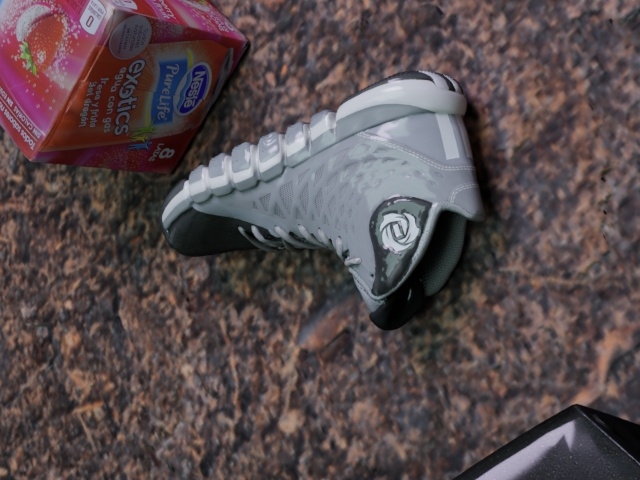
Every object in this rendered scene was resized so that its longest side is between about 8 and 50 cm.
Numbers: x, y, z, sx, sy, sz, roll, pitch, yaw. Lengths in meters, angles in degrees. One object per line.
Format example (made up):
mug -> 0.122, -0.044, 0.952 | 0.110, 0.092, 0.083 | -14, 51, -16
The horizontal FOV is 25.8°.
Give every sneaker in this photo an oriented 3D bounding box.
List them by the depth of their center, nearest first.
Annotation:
sneaker -> 0.000, 0.000, 0.837 | 0.229, 0.086, 0.132 | -26, 74, 35

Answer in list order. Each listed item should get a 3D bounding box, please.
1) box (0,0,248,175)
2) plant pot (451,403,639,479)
box -> -0.187, -0.169, 0.971 | 0.257, 0.128, 0.122 | 47, 116, 31
plant pot -> 0.134, 0.185, 0.663 | 0.188, 0.187, 0.167 | 43, 100, 33
